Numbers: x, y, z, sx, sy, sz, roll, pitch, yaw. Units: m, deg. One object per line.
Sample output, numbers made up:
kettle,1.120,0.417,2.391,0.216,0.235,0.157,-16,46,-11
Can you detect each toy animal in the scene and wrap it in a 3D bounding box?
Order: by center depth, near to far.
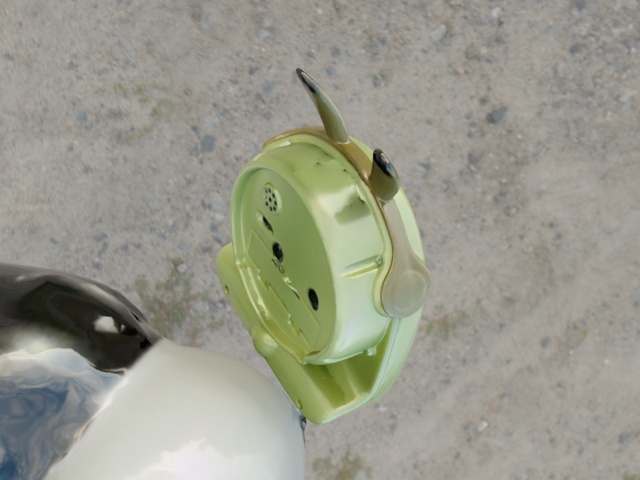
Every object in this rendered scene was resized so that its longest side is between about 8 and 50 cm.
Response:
toy animal,-0.163,0.157,0.590,0.309,0.251,0.251,16,111,5

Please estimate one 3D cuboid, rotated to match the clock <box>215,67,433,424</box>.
clock,0.000,0.000,0.527,0.069,0.170,0.232,-17,144,-29
